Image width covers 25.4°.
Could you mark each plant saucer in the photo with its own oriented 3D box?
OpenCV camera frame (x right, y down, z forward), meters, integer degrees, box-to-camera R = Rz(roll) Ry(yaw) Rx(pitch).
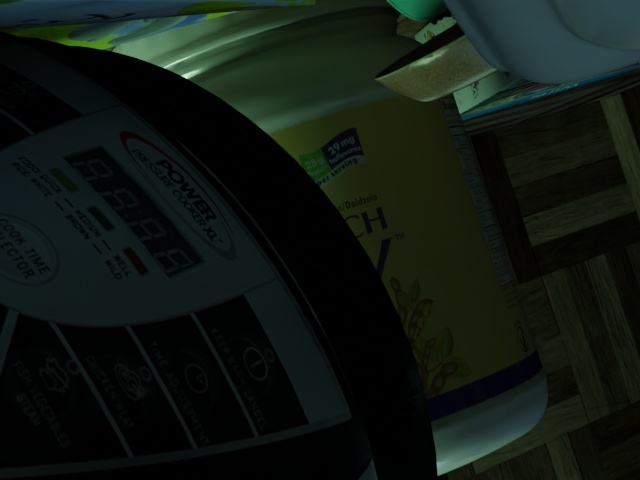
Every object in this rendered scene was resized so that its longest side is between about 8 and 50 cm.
[{"bbox_3d":[0.109,-0.122,0.792,0.168,0.029,0.168,-30,-174,4],"label":"plant saucer"}]

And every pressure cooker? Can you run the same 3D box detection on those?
[{"bbox_3d":[-0.165,0.108,0.543,0.376,0.369,0.420,8,-161,32],"label":"pressure cooker"}]

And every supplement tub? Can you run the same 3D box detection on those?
[{"bbox_3d":[0.000,0.000,0.987,0.241,0.331,0.241,-18,179,0],"label":"supplement tub"}]

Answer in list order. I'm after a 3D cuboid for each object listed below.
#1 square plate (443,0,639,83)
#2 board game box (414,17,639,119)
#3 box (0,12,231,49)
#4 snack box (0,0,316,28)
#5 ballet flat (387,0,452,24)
[{"bbox_3d":[0.161,-0.150,0.347,0.344,0.049,0.347,-21,158,17],"label":"square plate"},{"bbox_3d":[0.228,-0.193,1.197,0.224,0.097,0.303,-17,179,-11],"label":"board game box"},{"bbox_3d":[-0.076,-0.135,0.714,0.178,0.042,0.109,-17,179,-6],"label":"box"},{"bbox_3d":[-0.126,-0.090,0.380,0.175,0.070,0.207,3,-170,31],"label":"snack box"},{"bbox_3d":[0.101,-0.182,0.747,0.077,0.091,0.241,-50,-165,-20],"label":"ballet flat"}]
